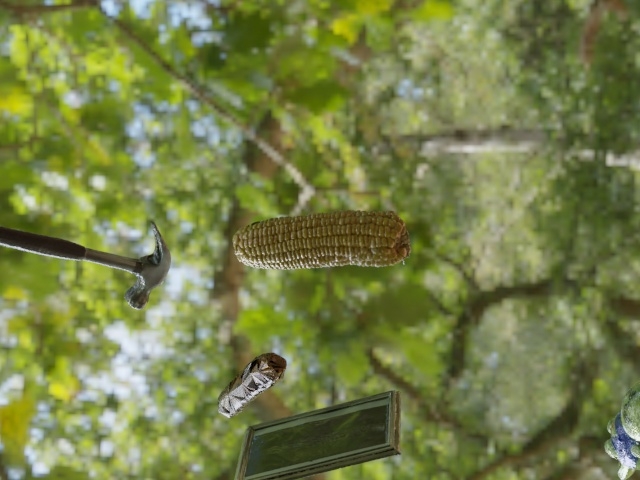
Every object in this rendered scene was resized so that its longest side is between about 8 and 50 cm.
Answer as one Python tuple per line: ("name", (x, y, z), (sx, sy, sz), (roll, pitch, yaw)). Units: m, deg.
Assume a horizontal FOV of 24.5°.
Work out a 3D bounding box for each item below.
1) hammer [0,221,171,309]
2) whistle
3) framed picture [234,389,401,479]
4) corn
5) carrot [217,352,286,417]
("hammer", (-0.272, 0.007, 1.611), (0.246, 0.029, 0.103), (17, -63, -37))
("whistle", (0.456, 0.270, 2.103), (0.227, 0.085, 0.105), (98, -173, -52))
("framed picture", (-0.004, 0.339, 2.525), (0.231, 0.293, 0.018), (-82, -24, -70))
("corn", (0.000, 0.000, 2.387), (0.101, 0.291, 0.101), (-3, -90, -78))
("carrot", (-0.138, 0.284, 2.904), (0.228, 0.069, 0.069), (-44, 24, 48))
